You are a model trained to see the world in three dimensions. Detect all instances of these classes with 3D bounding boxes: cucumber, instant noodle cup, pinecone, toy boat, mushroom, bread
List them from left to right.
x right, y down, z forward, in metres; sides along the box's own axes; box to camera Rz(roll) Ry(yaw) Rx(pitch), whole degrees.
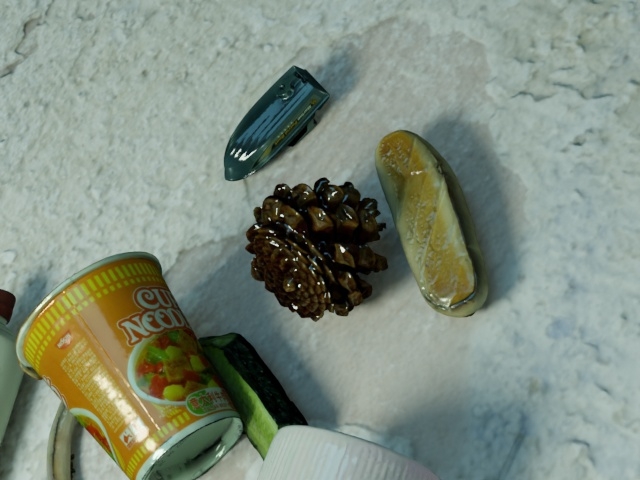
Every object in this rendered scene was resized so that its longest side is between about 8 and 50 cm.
[{"bbox_3d":[-0.234,0.179,1.447,0.068,0.043,0.306,-11,57,49],"label":"mushroom"},{"bbox_3d":[-0.169,0.132,1.347,0.168,0.168,0.185,-40,67,4],"label":"instant noodle cup"},{"bbox_3d":[-0.064,0.139,1.350,0.046,0.070,0.220,-24,48,-21],"label":"cucumber"},{"bbox_3d":[-0.053,-0.115,1.501,0.141,0.060,0.055,-47,50,8],"label":"toy boat"},{"bbox_3d":[0.000,0.002,1.349,0.140,0.140,0.121,20,45,38],"label":"pinecone"},{"bbox_3d":[0.108,-0.016,1.344,0.073,0.053,0.214,-31,53,17],"label":"bread"}]

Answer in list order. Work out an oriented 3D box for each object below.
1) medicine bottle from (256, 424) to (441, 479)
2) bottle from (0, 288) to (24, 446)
[{"bbox_3d":[-0.012,0.299,1.149,0.165,0.165,0.273,7,67,34],"label":"medicine bottle"},{"bbox_3d":[-0.368,0.163,1.491,0.104,0.104,0.245,-3,61,30],"label":"bottle"}]
